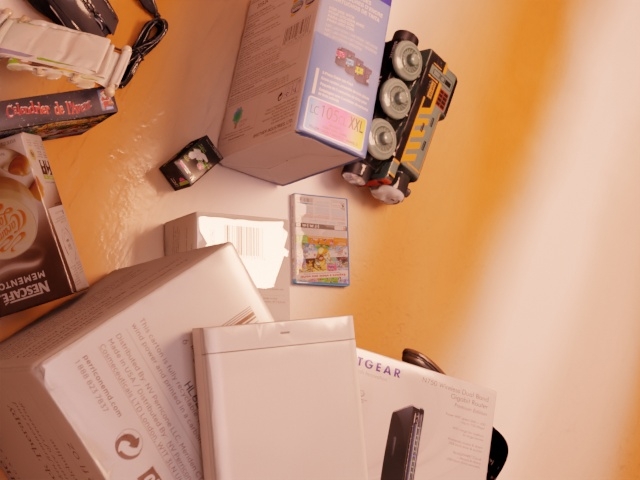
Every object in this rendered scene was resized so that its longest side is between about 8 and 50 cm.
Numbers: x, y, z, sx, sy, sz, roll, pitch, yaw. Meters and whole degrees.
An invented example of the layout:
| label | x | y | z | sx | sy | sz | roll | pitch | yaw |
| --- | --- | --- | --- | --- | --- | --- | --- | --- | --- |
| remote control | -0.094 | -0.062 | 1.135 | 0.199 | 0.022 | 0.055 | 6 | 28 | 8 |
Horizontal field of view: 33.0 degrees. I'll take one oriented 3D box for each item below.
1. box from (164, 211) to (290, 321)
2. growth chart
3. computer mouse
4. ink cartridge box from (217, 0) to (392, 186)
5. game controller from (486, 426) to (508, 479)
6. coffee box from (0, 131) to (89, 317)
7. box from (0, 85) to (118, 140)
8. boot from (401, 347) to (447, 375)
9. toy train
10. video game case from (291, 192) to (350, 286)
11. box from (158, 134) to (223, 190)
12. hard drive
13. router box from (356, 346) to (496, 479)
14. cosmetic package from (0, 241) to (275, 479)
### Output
| label | x | y | z | sx | sy | sz | roll | pitch | yaw |
| --- | --- | --- | --- | --- | --- | --- | --- | --- | --- |
| box | -0.157 | 0.053 | 1.807 | 0.181 | 0.119 | 0.181 | 4 | 80 | -33 |
| growth chart | -0.406 | -0.288 | 1.650 | 0.237 | 0.021 | 0.172 | 17 | 37 | 2 |
| computer mouse | -0.362 | -0.397 | 1.781 | 0.262 | 0.060 | 0.184 | 49 | 60 | -20 |
| ink cartridge box | -0.022 | -0.318 | 1.869 | 0.151 | 0.270 | 0.395 | 19 | 72 | -31 |
| game controller | 0.225 | 0.469 | 1.982 | 0.166 | 0.067 | 0.319 | 41 | 76 | -22 |
| coffee box | -0.455 | -0.021 | 1.604 | 0.141 | 0.098 | 0.246 | -18 | 92 | 2 |
| box | -0.445 | -0.179 | 1.634 | 0.233 | 0.159 | 0.044 | -15 | 91 | -34 |
| boot | 0.198 | 0.308 | 2.017 | 0.106 | 0.082 | 0.219 | -48 | 114 | -29 |
| toy train | 0.143 | -0.232 | 2.052 | 0.190 | 0.142 | 0.333 | 35 | 64 | -34 |
| video game case | 0.000 | 0.000 | 1.983 | 0.119 | 0.015 | 0.166 | 5 | 79 | -33 |
| box | -0.219 | -0.131 | 1.832 | 0.083 | 0.062 | 0.052 | -44 | 108 | -31 |
| hard drive | -0.044 | 0.282 | 1.413 | 0.233 | 0.047 | 0.353 | -2 | 85 | -34 |
| router box | 0.122 | 0.361 | 1.836 | 0.336 | 0.082 | 0.301 | 19 | 68 | -20 |
| cosmetic package | -0.261 | 0.236 | 1.540 | 0.327 | 0.394 | 0.329 | -35 | 102 | -33 |
